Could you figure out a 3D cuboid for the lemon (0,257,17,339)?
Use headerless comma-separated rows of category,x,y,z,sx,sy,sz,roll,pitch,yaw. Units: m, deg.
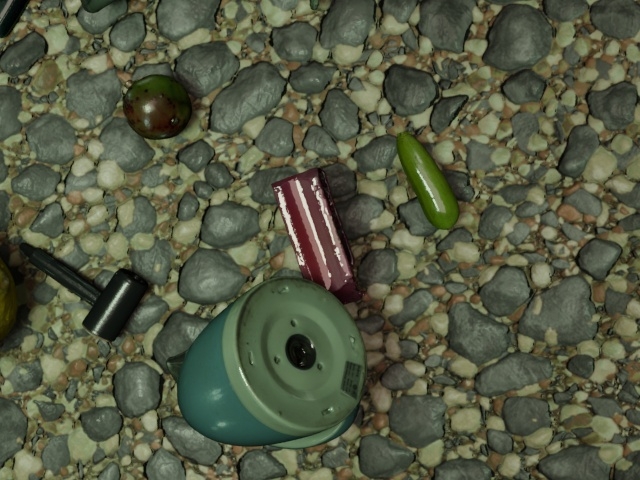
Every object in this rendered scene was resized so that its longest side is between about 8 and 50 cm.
lemon,-0.663,0.113,1.164,0.310,0.258,0.258,-25,91,14

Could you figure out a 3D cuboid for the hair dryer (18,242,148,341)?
hair dryer,-0.452,0.065,1.263,0.255,0.070,0.128,36,91,4

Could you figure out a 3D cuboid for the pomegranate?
pomegranate,-0.298,-0.239,1.226,0.130,0.130,0.130,0,92,0

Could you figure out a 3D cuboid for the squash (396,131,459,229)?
squash,0.196,-0.112,1.253,0.066,0.066,0.201,-27,85,1

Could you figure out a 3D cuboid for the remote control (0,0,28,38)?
remote control,-0.566,-0.481,1.254,0.072,0.042,0.222,26,92,-3

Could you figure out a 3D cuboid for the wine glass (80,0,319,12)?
wine glass,-0.198,-0.514,1.162,0.405,0.267,0.267,3,92,-5

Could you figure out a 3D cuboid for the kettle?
kettle,-0.092,0.257,1.159,0.319,0.342,0.247,38,47,-14

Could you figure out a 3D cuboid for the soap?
soap,0.000,0.000,1.205,0.099,0.162,0.250,-19,91,1
